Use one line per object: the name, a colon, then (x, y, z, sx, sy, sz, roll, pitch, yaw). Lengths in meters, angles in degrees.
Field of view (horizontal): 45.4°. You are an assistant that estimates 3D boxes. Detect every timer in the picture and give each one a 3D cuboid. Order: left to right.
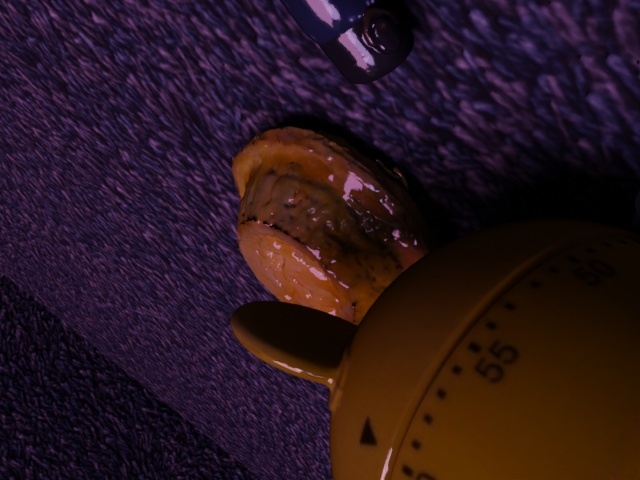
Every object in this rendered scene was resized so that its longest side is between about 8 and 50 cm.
timer: (0.150, 0.143, 0.620, 0.387, 0.376, 0.376, 27, 153, 49)

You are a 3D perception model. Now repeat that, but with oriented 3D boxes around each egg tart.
egg tart: (0.000, 0.000, 0.830, 0.288, 0.118, 0.288, 34, 156, 17)

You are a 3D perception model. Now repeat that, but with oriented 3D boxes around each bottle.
bottle: (-0.021, -0.224, 0.557, 0.244, 0.072, 0.082, 50, 169, -20)

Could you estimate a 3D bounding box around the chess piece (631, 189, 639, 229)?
chess piece: (0.254, -0.039, 0.520, 0.059, 0.059, 0.149, 38, 159, 3)
